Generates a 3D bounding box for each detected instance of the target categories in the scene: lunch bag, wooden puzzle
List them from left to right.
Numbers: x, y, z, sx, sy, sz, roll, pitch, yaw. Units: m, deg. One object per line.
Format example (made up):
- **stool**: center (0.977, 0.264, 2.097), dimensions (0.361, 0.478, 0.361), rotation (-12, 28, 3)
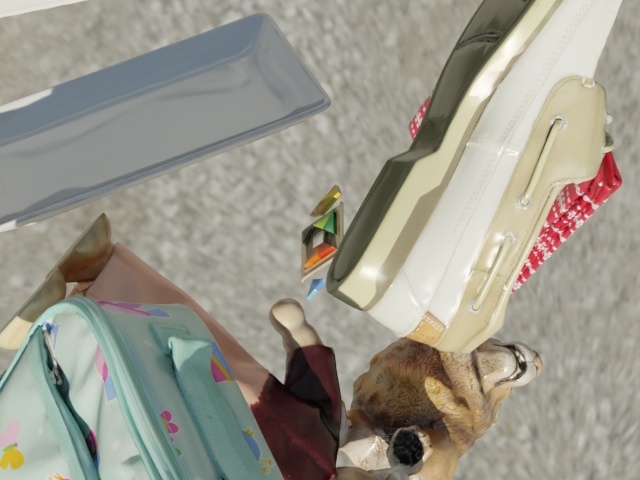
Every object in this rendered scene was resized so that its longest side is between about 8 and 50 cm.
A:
- **lunch bag**: center (-0.108, 0.173, 1.015), dimensions (0.224, 0.107, 0.279), rotation (-57, 47, 32)
- **wooden puzzle**: center (0.000, 0.000, 1.918), dimensions (0.078, 0.014, 0.116), rotation (-44, 35, 32)

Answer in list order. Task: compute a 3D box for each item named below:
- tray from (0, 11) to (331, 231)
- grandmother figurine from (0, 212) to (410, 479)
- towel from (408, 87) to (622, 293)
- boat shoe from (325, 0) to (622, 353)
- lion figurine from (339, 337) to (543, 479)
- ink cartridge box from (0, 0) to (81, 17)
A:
- **tray**: center (-0.138, -0.084, 1.374), dimensions (0.270, 0.030, 0.145), rotation (-21, 43, -10)
- **grandmother figurine**: center (-0.059, 0.127, 1.335), dimensions (0.342, 0.104, 0.208), rotation (41, 62, -8)
- **towel**: center (0.142, -0.072, 1.443), dimensions (0.031, 0.275, 0.199), rotation (-6, 68, -22)
- **boat shoe**: center (0.123, -0.072, 1.129), dimensions (0.103, 0.113, 0.302), rotation (31, 96, -12)
- **lion figurine**: center (0.066, 0.246, 1.506), dimensions (0.142, 0.240, 0.392), rotation (12, 87, 19)
- **ink cartridge box**: center (-0.162, -0.200, 0.782), dimensions (0.127, 0.128, 0.176), rotation (-11, 56, 4)
